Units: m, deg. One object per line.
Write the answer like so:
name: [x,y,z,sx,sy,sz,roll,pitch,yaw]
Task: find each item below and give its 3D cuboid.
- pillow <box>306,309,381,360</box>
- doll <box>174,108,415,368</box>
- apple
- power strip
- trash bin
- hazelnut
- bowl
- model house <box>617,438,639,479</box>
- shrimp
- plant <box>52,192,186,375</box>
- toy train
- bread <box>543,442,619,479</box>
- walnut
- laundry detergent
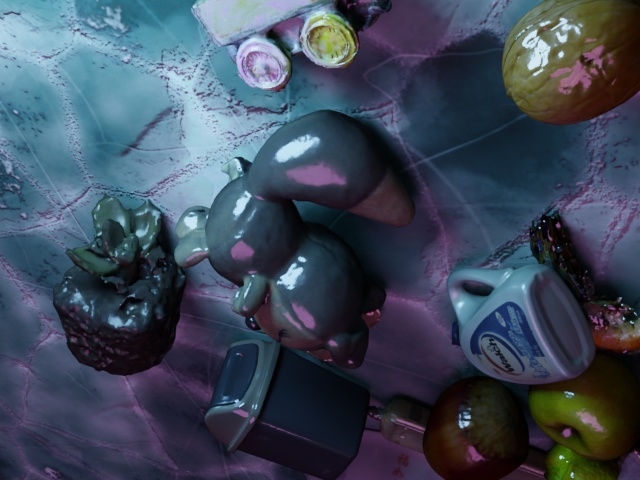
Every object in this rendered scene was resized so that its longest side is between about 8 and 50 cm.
pillow: [0.015,0.150,1.863,0.135,0.034,0.211,31,137,-9]
doll: [-0.003,0.022,1.605,0.382,0.252,0.378,36,135,-21]
apple: [0.449,0.270,1.696,0.196,0.157,0.196,28,148,19]
power strip: [0.273,0.396,1.972,0.387,0.066,0.092,20,137,0]
trash bin: [-0.065,0.324,1.941,0.290,0.209,0.182,24,134,-8]
hazelnut: [0.272,0.351,1.842,0.208,0.208,0.208,11,135,12]
bowl: [0.104,0.562,2.129,0.345,0.157,0.346,12,134,12]
model house: [0.585,0.371,1.753,0.106,0.152,0.165,17,138,26]
shrimp: [0.440,0.072,1.571,0.222,0.054,0.290,-4,126,47]
plant: [-0.356,0.081,1.821,0.213,0.215,0.312,22,133,6]
toy train: [-0.039,-0.316,1.373,0.260,0.134,0.177,-14,124,32]
bread: [0.595,0.471,1.854,0.383,0.166,0.112,24,98,-1]
walnut: [0.324,-0.235,1.278,0.207,0.167,0.167,-28,117,33]
laundry detergent: [0.298,0.134,1.662,0.280,0.105,0.215,-6,119,59]
